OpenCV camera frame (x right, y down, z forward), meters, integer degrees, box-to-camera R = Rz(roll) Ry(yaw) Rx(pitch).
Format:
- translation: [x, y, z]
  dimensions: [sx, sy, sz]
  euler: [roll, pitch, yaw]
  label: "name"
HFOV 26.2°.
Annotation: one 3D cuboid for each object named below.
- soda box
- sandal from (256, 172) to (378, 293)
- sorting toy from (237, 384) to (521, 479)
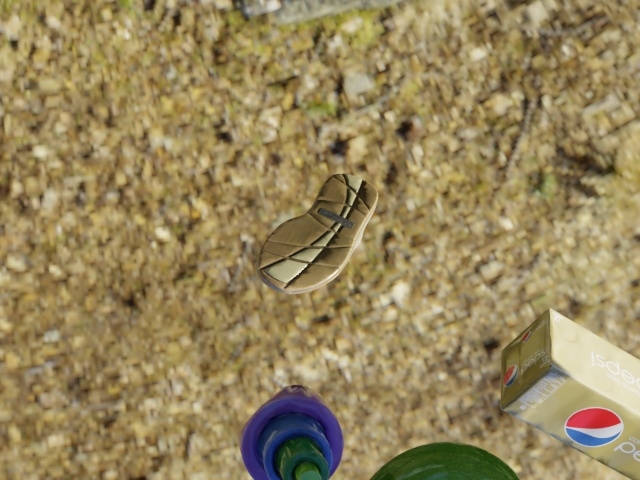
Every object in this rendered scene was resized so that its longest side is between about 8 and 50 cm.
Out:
- translation: [0.218, 0.124, 0.999]
  dimensions: [0.181, 0.061, 0.058]
  euler: [30, 127, -17]
  label: "soda box"
- translation: [0.000, 0.000, 1.298]
  dimensions: [0.072, 0.180, 0.049]
  euler: [29, 132, 9]
  label: "sandal"
- translation: [0.108, 0.217, 0.865]
  dimensions: [0.366, 0.126, 0.127]
  euler: [35, 93, -12]
  label: "sorting toy"
